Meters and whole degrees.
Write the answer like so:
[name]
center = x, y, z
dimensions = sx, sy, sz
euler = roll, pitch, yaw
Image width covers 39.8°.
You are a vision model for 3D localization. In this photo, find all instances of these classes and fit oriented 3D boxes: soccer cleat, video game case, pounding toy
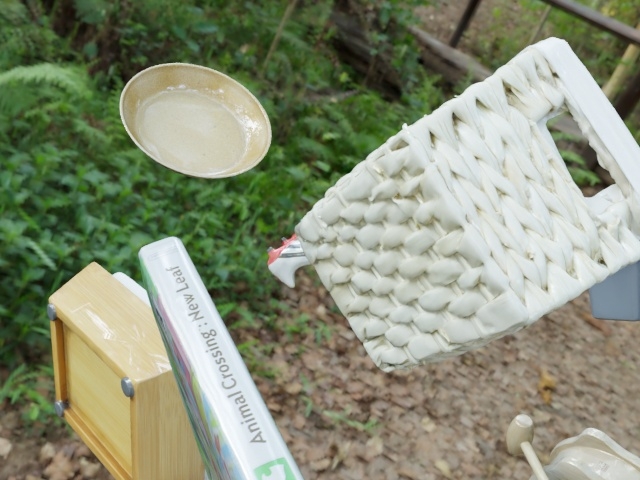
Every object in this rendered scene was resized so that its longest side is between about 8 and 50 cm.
[soccer cleat]
center = 0.000, 0.000, 0.627
dimensions = 0.035, 0.083, 0.029
euler = 53, 3, 2
[video game case]
center = -0.025, 0.133, 0.399
dimensions = 0.023, 0.212, 0.193
euler = -21, 47, -15
[pounding toy]
center = 0.361, 0.370, 1.231
dimensions = 0.270, 0.154, 0.155
euler = 35, 52, 24

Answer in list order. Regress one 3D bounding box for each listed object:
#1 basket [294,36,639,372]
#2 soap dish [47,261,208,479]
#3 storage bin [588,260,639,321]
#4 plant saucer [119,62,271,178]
[basket]
center = 0.073, -0.006, 0.452
dimensions = 0.103, 0.167, 0.113
euler = -31, 87, -25
[soap dish]
center = -0.250, 0.189, 1.153
dimensions = 0.118, 0.228, 0.291
euler = -16, 32, -37
[storage bin]
center = 0.344, 0.038, 0.994
dimensions = 0.098, 0.091, 0.135
euler = 0, 5, 42
[plant saucer]
center = -0.069, -0.062, 0.483
dimensions = 0.084, 0.015, 0.083
euler = 12, 51, -15
